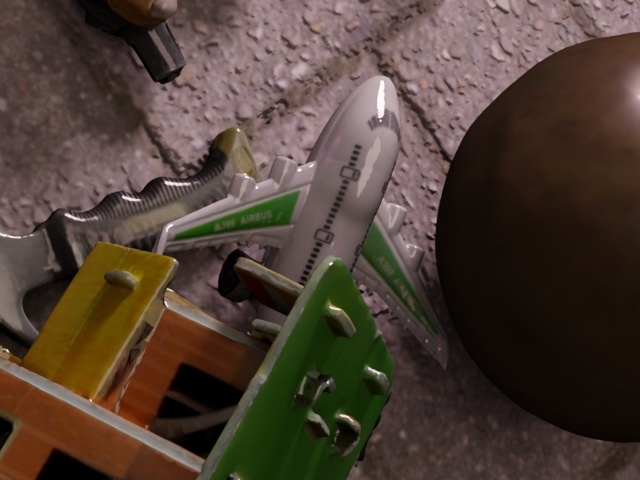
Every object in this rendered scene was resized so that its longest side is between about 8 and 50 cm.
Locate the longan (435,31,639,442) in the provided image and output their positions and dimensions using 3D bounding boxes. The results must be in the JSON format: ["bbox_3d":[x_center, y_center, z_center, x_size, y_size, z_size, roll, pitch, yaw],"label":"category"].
[{"bbox_3d":[0.239,-0.005,1.060,0.318,0.319,0.319,4,80,-25],"label":"longan"}]

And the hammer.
[{"bbox_3d":[-0.143,-0.009,1.017,0.226,0.041,0.159,-24,93,-27],"label":"hammer"}]

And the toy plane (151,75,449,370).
[{"bbox_3d":[-0.003,0.000,1.037,0.251,0.101,0.255,22,82,-29],"label":"toy plane"}]

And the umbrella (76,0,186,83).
[{"bbox_3d":[-0.171,-0.215,1.028,0.066,0.059,0.236,-32,99,-8],"label":"umbrella"}]

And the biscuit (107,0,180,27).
[{"bbox_3d":[-0.089,-0.298,1.051,0.197,0.049,0.301,55,50,-14],"label":"biscuit"}]

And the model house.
[{"bbox_3d":[-0.179,0.093,0.821,0.323,0.340,0.300,22,72,23],"label":"model house"}]
